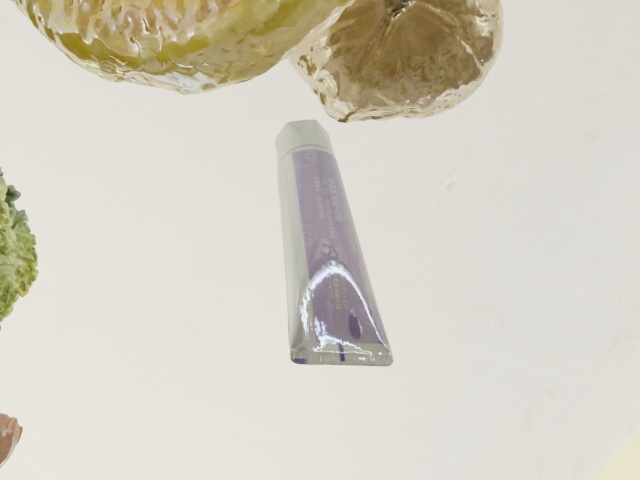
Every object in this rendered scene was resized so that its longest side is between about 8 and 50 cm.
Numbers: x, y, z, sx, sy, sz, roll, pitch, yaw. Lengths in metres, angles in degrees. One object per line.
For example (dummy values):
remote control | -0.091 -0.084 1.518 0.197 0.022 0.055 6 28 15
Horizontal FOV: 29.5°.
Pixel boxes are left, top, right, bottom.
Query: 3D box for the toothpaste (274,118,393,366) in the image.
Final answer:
toothpaste | 0.000 0.000 1.511 0.125 0.371 0.080 3 -43 -16

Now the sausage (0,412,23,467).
sausage | -0.488 0.306 1.237 0.088 0.433 0.088 32 -39 30

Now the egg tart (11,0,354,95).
egg tart | -0.072 -0.236 0.675 0.319 0.128 0.319 7 -76 28

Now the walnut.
walnut | 0.063 -0.211 1.155 0.228 0.228 0.228 0 -52 -1

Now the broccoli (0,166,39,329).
broccoli | -0.530 0.036 1.582 0.293 0.281 0.348 -11 -39 -2
